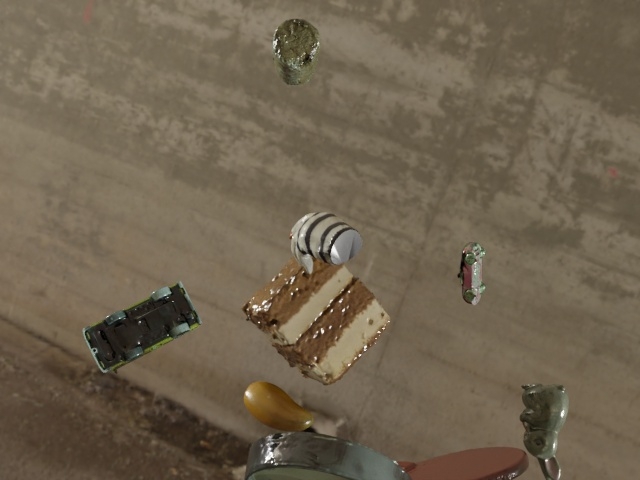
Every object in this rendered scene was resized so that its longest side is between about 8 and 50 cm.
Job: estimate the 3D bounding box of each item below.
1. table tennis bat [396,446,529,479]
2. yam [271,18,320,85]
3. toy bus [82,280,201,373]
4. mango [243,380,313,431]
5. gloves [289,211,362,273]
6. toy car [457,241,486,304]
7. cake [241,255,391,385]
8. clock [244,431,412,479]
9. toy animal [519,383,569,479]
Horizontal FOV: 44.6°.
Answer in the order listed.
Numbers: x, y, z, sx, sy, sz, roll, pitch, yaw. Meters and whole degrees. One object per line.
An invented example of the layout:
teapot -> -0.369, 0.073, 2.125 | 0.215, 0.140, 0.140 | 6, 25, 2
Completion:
table tennis bat -> 0.244, 0.488, 1.643 | 0.414, 0.051, 0.268 | -19, -7, 43
yam -> -0.040, -0.295, 1.244 | 0.078, 0.078, 0.179 | 18, -3, -3
toy bus -> -0.290, 0.145, 1.276 | 0.175, 0.088, 0.101 | -27, -5, -14
mango -> -0.105, 0.404, 1.862 | 0.184, 0.085, 0.102 | 29, 31, 26
gloves -> -0.009, -0.006, 1.791 | 0.218, 0.140, 0.131 | 21, -21, 45
toy car -> 0.335, 0.074, 1.735 | 0.055, 0.142, 0.069 | 6, 17, 31
cake -> -0.011, 0.189, 2.021 | 0.290, 0.282, 0.255 | 45, -13, -9
clock -> 0.012, 0.396, 1.247 | 0.280, 0.281, 0.055 | 18, 52, -2
toy animal -> 0.550, 0.465, 1.920 | 0.108, 0.236, 0.138 | 17, -24, -22
